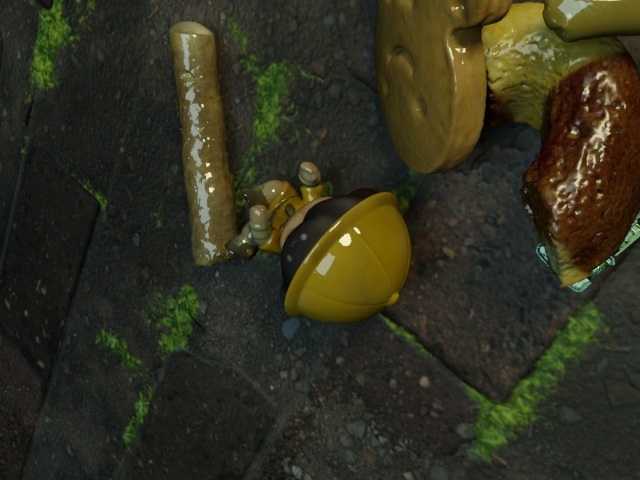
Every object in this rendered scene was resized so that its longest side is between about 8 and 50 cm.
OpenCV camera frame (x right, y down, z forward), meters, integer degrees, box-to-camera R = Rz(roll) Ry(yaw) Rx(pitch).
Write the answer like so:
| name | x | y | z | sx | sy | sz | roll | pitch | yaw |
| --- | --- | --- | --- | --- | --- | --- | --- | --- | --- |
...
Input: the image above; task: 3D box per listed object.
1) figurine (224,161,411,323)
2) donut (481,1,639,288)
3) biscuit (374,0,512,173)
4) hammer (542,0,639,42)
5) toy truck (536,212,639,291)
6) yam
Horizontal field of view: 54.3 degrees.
| name | x | y | z | sx | sy | sz | roll | pitch | yaw |
| --- | --- | --- | --- | --- | --- | --- | --- | --- | --- |
| figurine | 0.003 | 0.002 | 0.792 | 0.192 | 0.167 | 0.256 | -55 | 40 | 0 |
| donut | 0.237 | -0.120 | 0.588 | 0.151 | 0.112 | 0.295 | -22 | 70 | 20 |
| biscuit | 0.101 | -0.239 | 0.633 | 0.275 | 0.052 | 0.355 | -119 | 23 | -54 |
| hammer | 0.333 | -0.184 | 0.492 | 0.305 | 0.113 | 0.202 | -1 | 100 | 8 |
| toy truck | 0.305 | -0.027 | 0.639 | 0.175 | 0.081 | 0.067 | -45 | 76 | 14 |
| yam | -0.171 | -0.138 | 0.926 | 0.081 | 0.081 | 0.357 | 4 | 106 | 34 |
